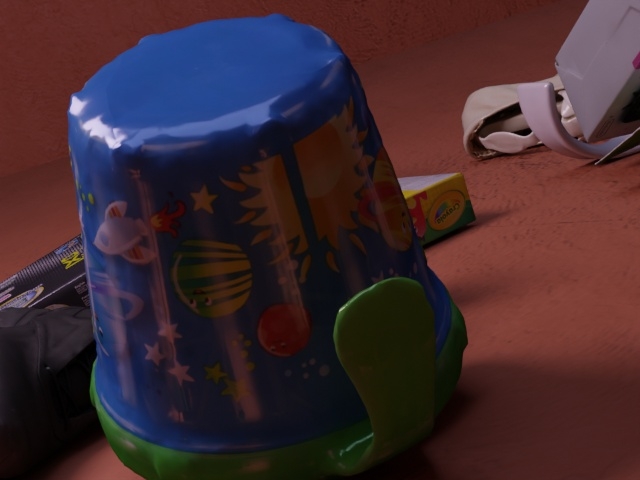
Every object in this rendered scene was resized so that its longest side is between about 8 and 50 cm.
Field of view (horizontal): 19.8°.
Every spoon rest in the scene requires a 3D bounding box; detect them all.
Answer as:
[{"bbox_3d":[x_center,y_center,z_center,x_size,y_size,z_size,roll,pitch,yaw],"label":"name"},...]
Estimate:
[{"bbox_3d":[0.325,-0.127,1.810,0.276,0.084,0.137,-7,6,-24],"label":"spoon rest"}]

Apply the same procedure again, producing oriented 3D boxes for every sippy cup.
[{"bbox_3d":[-0.045,-0.004,1.095,0.305,0.224,0.240,5,36,26],"label":"sippy cup"}]

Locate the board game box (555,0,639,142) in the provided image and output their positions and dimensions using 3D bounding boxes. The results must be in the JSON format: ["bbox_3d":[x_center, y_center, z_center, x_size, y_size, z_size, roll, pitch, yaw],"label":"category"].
[{"bbox_3d":[0.392,-0.205,1.661,0.303,0.097,0.224,-14,-19,-16],"label":"board game box"}]

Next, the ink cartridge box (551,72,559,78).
[{"bbox_3d":[0.340,-0.187,2.091,0.109,0.062,0.209,-13,10,25],"label":"ink cartridge box"}]

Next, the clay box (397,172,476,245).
[{"bbox_3d":[0.016,0.000,1.651,0.222,0.053,0.127,-25,13,-34],"label":"clay box"}]

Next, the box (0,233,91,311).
[{"bbox_3d":[-0.201,0.037,1.629,0.270,0.060,0.216,-32,12,-7],"label":"box"}]

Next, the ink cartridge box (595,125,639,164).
[{"bbox_3d":[0.385,-0.113,1.550,0.189,0.097,0.255,-25,-11,-37],"label":"ink cartridge box"}]

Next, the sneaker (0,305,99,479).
[{"bbox_3d":[-0.191,0.096,1.347,0.130,0.109,0.286,-10,13,6],"label":"sneaker"}]

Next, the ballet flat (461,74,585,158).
[{"bbox_3d":[0.255,-0.133,1.946,0.248,0.086,0.086,-11,11,38],"label":"ballet flat"}]
